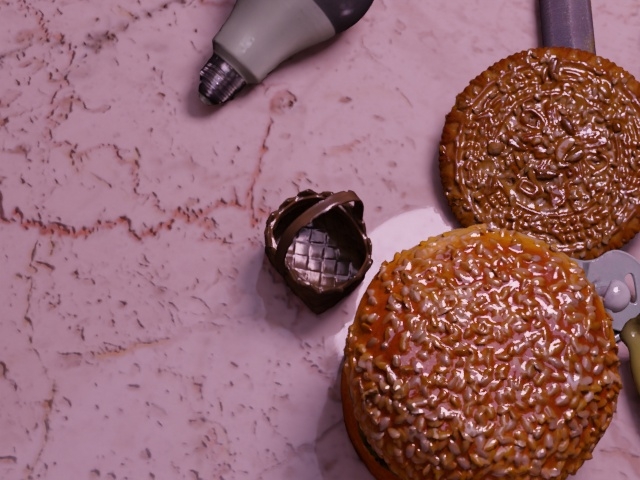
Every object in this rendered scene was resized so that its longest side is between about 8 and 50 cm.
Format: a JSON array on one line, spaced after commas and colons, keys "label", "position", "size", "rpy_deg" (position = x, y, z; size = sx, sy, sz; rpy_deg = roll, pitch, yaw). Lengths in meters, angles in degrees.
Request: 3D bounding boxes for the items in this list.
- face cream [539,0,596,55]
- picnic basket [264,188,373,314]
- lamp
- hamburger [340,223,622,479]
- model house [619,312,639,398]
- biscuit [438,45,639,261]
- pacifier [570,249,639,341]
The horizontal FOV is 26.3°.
[{"label": "face cream", "position": [0.345, -0.277, 1.911], "size": [0.073, 0.073, 0.283], "rpy_deg": [2, 66, -5]}, {"label": "picnic basket", "position": [0.000, 0.000, 1.694], "size": [0.128, 0.178, 0.138], "rpy_deg": [-35, 73, -21]}, {"label": "lamp", "position": [-0.051, -0.315, 1.865], "size": [0.182, 0.182, 0.314], "rpy_deg": [44, 102, 13]}, {"label": "hamburger", "position": [0.181, 0.156, 1.607], "size": [0.330, 0.250, 0.330], "rpy_deg": [2, 66, -4]}, {"label": "model house", "position": [0.526, 0.152, 1.705], "size": [0.234, 0.175, 0.193], "rpy_deg": [-4, 66, -34]}, {"label": "biscuit", "position": [0.305, -0.110, 1.800], "size": [0.305, 0.038, 0.305], "rpy_deg": [0, 84, 5]}, {"label": "pacifier", "position": [0.357, 0.077, 1.737], "size": [0.150, 0.116, 0.126], "rpy_deg": [-2, 92, -11]}]
